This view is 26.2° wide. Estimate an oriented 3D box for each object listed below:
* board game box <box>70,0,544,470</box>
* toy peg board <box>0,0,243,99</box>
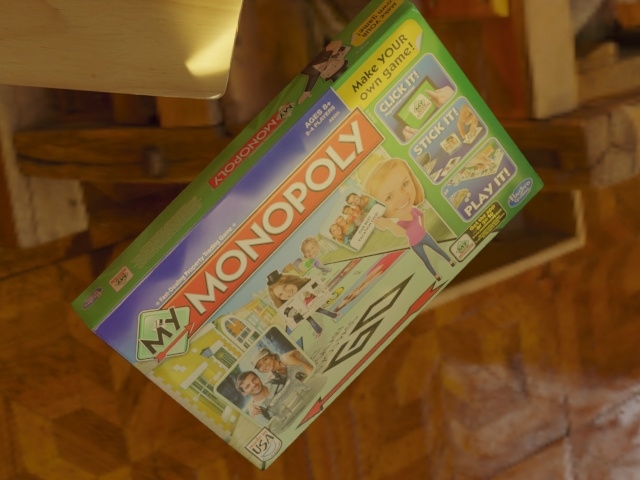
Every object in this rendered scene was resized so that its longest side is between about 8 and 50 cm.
[{"bbox_3d":[0.000,0.000,1.021,0.317,0.046,0.213,-46,130,-3],"label":"board game box"},{"bbox_3d":[-0.120,-0.163,0.681,0.161,0.079,0.160,1,114,-27],"label":"toy peg board"}]
